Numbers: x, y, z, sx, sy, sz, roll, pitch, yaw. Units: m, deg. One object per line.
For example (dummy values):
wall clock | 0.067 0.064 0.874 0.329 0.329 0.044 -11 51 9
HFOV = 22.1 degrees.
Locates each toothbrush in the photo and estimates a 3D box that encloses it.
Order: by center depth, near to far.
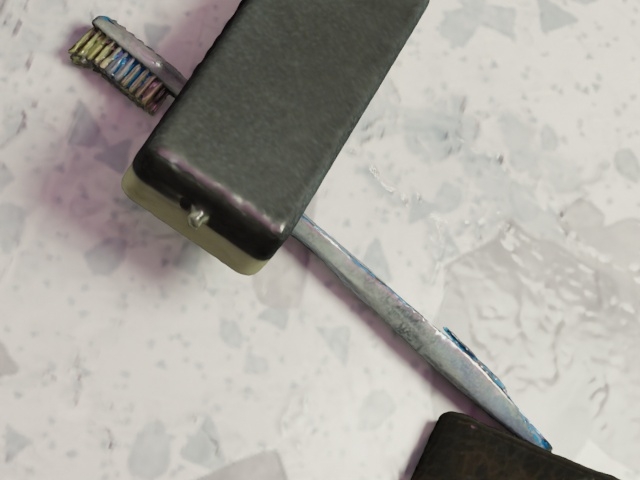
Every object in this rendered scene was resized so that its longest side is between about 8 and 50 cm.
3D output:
toothbrush | 0.000 0.000 1.074 0.413 0.035 0.042 42 90 -2

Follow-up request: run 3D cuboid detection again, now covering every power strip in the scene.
power strip | -0.027 -0.094 1.042 0.105 0.070 0.257 34 52 -4

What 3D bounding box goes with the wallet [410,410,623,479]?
wallet | 0.086 0.273 1.001 0.170 0.044 0.321 22 70 18
